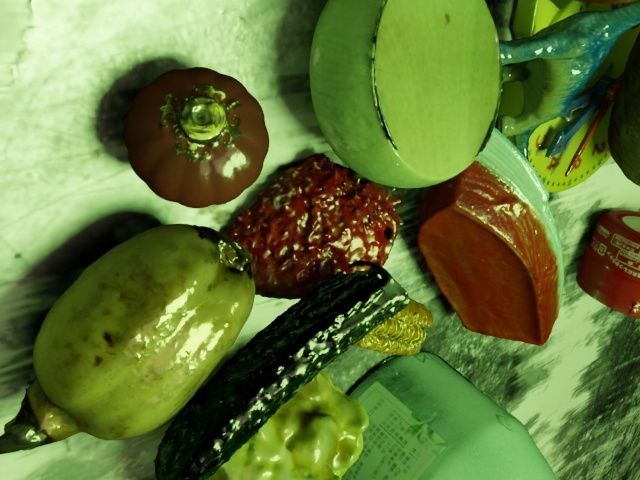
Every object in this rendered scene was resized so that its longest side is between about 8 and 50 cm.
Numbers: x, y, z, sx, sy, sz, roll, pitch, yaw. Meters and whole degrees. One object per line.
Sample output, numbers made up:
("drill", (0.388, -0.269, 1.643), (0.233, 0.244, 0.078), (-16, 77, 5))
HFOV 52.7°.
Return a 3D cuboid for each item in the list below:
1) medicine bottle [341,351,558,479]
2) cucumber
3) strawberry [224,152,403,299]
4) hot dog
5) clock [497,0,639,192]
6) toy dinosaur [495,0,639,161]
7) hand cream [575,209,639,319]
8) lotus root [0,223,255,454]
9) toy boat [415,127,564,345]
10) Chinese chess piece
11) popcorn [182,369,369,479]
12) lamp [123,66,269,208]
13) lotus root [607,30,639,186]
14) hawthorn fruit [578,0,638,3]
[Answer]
("medicine bottle", (0.171, 0.311, 0.787), (0.245, 0.290, 0.244), (-23, 130, -32))
("cucumber", (-0.040, 0.105, 0.518), (0.245, 0.067, 0.067), (-37, 135, -13))
("strawberry", (0.003, -0.002, 0.590), (0.192, 0.085, 0.140), (4, 114, -43))
("hot dog", (0.072, 0.094, 0.742), (0.165, 0.045, 0.071), (20, 102, -49))
("clock", (0.327, -0.186, 0.784), (0.294, 0.071, 0.277), (-25, 130, -30))
("toy dinosaur", (0.263, -0.162, 0.629), (0.247, 0.188, 0.075), (66, 25, -50))
("hand cream", (0.515, 0.039, 1.016), (0.193, 0.193, 0.125), (-6, 120, -41))
("lotus root", (-0.141, 0.077, 0.480), (0.221, 0.118, 0.125), (-45, 105, -8))
("toy boat", (0.202, -0.009, 0.736), (0.332, 0.145, 0.133), (54, 53, -49))
("Chinese chess piece", (0.075, -0.138, 0.544), (0.189, 0.083, 0.188), (-9, 104, -42))
("popcorn", (-0.044, 0.205, 0.602), (0.188, 0.185, 0.167), (-9, 112, 1))
("lamp", (-0.086, -0.072, 0.456), (0.101, 0.090, 0.101), (3, 79, -15))
("lotus root", (0.364, -0.176, 0.701), (0.167, 0.078, 0.329), (-69, 155, -19))
("hawthorn fruit", (0.242, -0.297, 0.576), (0.204, 0.163, 0.162), (0, 115, -34))
